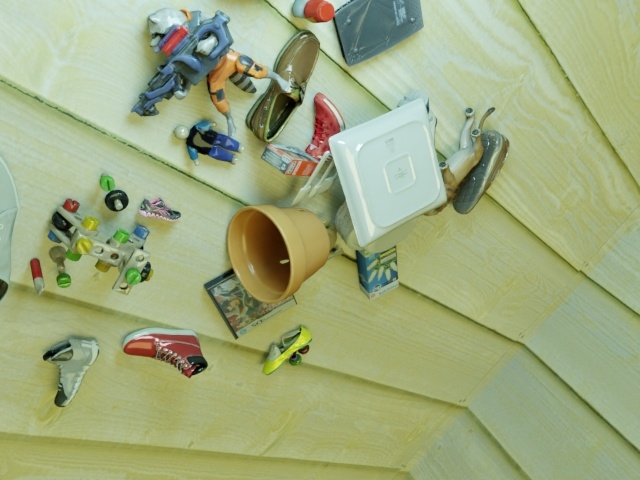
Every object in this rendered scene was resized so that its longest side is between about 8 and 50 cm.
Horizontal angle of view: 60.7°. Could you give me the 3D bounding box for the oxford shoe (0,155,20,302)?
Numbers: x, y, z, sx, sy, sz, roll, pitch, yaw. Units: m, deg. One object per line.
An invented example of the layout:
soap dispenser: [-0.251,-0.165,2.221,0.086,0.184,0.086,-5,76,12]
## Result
oxford shoe: [-0.787,-0.009,1.257,0.169,0.130,0.449,0,121,-31]

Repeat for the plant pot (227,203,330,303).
plant pot: [-0.112,0.019,1.633,0.203,0.291,0.290,-20,133,-43]

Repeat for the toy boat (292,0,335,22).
toy boat: [-0.090,-0.629,1.253,0.267,0.148,0.318,-46,127,-2]

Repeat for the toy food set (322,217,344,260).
toy food set: [0.000,0.000,1.842,0.132,0.038,0.192,-28,139,-3]

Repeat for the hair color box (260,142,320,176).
hair color box: [-0.080,-0.224,1.532,0.053,0.093,0.167,-61,160,19]

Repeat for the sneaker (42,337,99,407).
sneaker: [-0.760,0.377,1.602,0.132,0.086,0.228,28,95,-38]

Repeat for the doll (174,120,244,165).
doll: [-0.299,-0.254,1.445,0.189,0.046,0.129,19,110,-41]

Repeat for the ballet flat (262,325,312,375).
ballet flat: [-0.137,0.401,2.032,0.231,0.077,0.077,-37,113,-8]

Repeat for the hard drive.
hard drive: [0.154,-0.598,1.477,0.255,0.054,0.172,-31,134,-10]

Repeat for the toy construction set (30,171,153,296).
toy construction set: [-0.565,0.045,1.362,0.309,0.237,0.257,-35,134,-6]

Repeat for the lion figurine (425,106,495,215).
lion figurine: [0.467,-0.261,1.877,0.392,0.142,0.240,-40,142,-7]

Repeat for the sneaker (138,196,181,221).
sneaker: [-0.432,-0.087,1.490,0.119,0.047,0.057,10,104,-39]

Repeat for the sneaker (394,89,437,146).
sneaker: [0.265,-0.295,1.724,0.315,0.127,0.182,-50,132,6]

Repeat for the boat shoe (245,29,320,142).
boat shoe: [-0.079,-0.396,1.440,0.111,0.104,0.307,16,113,-39]

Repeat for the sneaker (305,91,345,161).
sneaker: [0.004,-0.309,1.575,0.128,0.087,0.221,-38,133,-5]

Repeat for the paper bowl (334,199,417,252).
paper bowl: [0.199,-0.069,1.776,0.284,0.148,0.284,-27,155,-14]

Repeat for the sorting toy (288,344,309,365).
sorting toy: [-0.088,0.423,2.078,0.102,0.061,0.042,-47,139,-27]

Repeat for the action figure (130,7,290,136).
action figure: [-0.290,-0.404,1.304,0.341,0.178,0.330,-27,133,25]

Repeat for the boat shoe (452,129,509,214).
boat shoe: [0.593,-0.236,1.989,0.116,0.123,0.324,3,122,-37]

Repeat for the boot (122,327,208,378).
boot: [-0.478,0.358,1.696,0.244,0.176,0.088,4,122,-33]

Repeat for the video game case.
video game case: [-0.225,0.182,1.827,0.248,0.035,0.274,-29,134,-11]

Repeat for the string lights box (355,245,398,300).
string lights box: [0.208,0.086,2.006,0.133,0.077,0.259,-26,133,-16]

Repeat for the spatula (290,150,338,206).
spatula: [0.015,-0.196,1.622,0.168,0.019,0.242,-20,157,-39]

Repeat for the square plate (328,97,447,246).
square plate: [0.218,-0.196,1.596,0.347,0.049,0.344,-28,114,-22]
